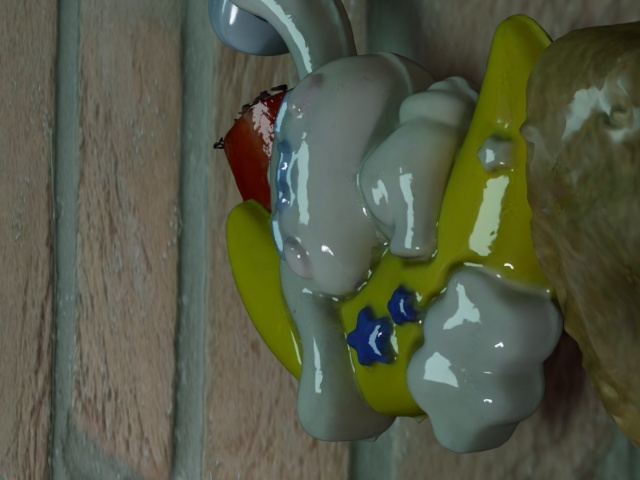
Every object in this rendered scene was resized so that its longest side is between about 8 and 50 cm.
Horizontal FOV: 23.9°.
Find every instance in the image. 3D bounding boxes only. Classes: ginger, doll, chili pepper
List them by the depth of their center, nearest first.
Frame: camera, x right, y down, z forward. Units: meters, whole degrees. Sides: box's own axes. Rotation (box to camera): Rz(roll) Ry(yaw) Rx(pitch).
[{"bbox_3d":[0.187,0.012,0.490,0.270,0.123,0.219,6,105,57],"label":"ginger"},{"bbox_3d":[0.028,-0.019,0.759,0.237,0.111,0.252,12,104,51],"label":"doll"},{"bbox_3d":[0.004,-0.002,0.871,0.088,0.065,0.169,-50,56,51],"label":"chili pepper"}]

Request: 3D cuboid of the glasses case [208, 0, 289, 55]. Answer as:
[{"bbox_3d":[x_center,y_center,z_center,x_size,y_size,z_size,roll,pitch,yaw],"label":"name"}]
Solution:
[{"bbox_3d":[-0.027,-0.198,0.892,0.045,0.067,0.178,31,118,55],"label":"glasses case"}]
